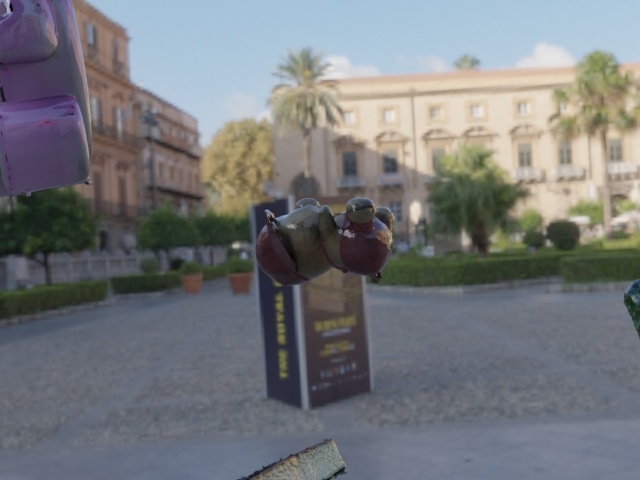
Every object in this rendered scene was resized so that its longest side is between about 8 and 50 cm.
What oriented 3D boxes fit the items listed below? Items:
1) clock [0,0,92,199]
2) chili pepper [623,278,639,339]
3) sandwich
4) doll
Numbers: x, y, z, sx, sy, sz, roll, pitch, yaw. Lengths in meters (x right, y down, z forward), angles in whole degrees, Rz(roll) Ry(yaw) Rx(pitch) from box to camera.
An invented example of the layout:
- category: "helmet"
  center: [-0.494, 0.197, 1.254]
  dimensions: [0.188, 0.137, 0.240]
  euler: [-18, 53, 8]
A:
- category: "clock"
  center: [-0.274, -0.164, 0.861]
  dimensions: [0.090, 0.248, 0.227]
  euler: [-11, 5, -23]
- category: "chili pepper"
  center: [0.263, 0.101, 0.640]
  dimensions: [0.083, 0.099, 0.253]
  euler: [10, 27, -4]
- category: "sandwich"
  center: [-0.084, 0.322, 1.196]
  dimensions: [0.193, 0.058, 0.162]
  euler: [-18, -12, -38]
- category: "doll"
  center: [0.000, -0.003, 1.695]
  dimensions: [0.255, 0.152, 0.196]
  euler: [-11, -43, 22]
